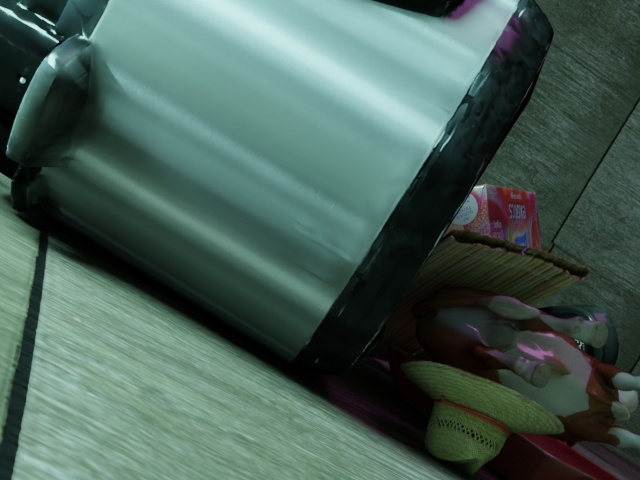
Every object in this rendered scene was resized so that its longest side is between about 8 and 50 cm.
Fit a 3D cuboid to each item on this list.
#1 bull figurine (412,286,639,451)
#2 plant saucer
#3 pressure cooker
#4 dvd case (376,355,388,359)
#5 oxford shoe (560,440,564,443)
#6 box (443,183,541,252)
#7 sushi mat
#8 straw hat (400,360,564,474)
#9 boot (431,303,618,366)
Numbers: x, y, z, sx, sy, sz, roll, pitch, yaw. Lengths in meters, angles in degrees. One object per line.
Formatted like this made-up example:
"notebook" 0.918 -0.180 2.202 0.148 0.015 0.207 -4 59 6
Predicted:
"bull figurine" 0.227 0.133 0.960 0.310 0.101 0.188 27 -13 -30
"plant saucer" 0.210 0.217 1.044 0.258 0.047 0.259 31 1 -36
"pressure cooker" -0.072 -0.131 0.829 0.421 0.375 0.370 32 -13 2
"dvd case" 0.024 0.116 1.469 0.179 0.029 0.239 32 1 22
"oxford shoe" 0.302 0.245 1.581 0.227 0.096 0.083 33 0 45
"box" 0.167 0.014 1.213 0.154 0.142 0.300 -6 -1 22
"sushi mat" 0.119 0.069 1.024 0.152 0.019 0.316 16 -28 -19
"straw hat" 0.116 0.152 0.801 0.145 0.061 0.144 24 -17 8
"boot" 0.198 0.163 1.368 0.260 0.131 0.348 -6 -14 -32
